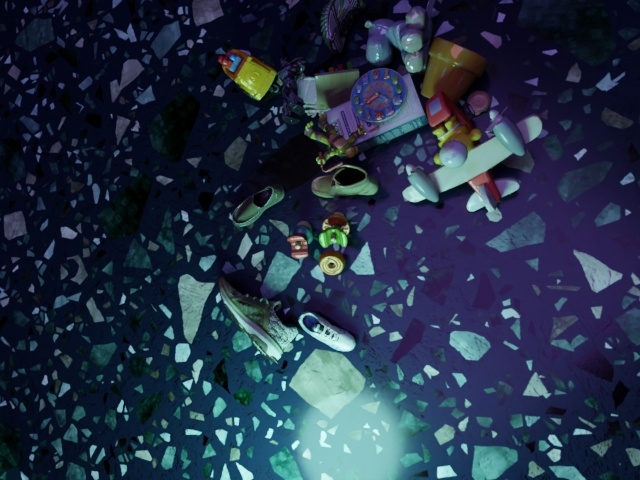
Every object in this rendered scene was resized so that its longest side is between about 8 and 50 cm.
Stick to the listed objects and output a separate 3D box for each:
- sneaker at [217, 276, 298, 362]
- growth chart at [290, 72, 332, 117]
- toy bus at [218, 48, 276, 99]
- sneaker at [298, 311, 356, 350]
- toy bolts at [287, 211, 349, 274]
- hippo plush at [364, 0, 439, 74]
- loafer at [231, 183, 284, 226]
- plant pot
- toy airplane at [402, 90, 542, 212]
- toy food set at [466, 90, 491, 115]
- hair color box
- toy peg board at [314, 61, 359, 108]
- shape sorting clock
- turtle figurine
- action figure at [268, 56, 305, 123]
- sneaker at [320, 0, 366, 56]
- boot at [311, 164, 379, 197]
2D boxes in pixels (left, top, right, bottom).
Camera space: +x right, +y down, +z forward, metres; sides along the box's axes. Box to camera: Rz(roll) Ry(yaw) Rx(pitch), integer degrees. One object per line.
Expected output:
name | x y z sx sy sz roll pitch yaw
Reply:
sneaker | -0.242 0.278 1.950 0.182 0.158 0.410 -37 69 -20
growth chart | -0.025 -0.574 1.993 0.237 0.021 0.172 20 92 20
toy bus | -0.312 -0.678 1.978 0.150 0.211 0.220 -56 42 13
sneaker | 0.020 0.339 1.851 0.237 0.086 0.085 26 92 19
toy bolts | 0.000 0.000 1.894 0.228 0.159 0.218 1 125 10
hippo plush | 0.269 -0.739 1.786 0.236 0.234 0.295 9 85 22
loafer | -0.262 -0.147 1.998 0.251 0.087 0.094 -37 74 13
plant pot | 0.447 -0.572 1.745 0.205 0.205 0.188 32 112 20
toy airplane | 0.472 -0.261 1.639 0.384 0.272 0.387 24 113 27
toy food set | 0.560 -0.489 1.776 0.082 0.020 0.083 -26 76 15
hair color box | 0.202 -0.451 1.854 0.347 0.105 0.174 -21 77 16
toy peg board | 0.060 -0.587 1.884 0.160 0.161 0.079 -7 58 0
shape sorting clock | 0.204 -0.517 1.783 0.206 0.040 0.206 -3 82 20
turtle figurine | 0.063 -0.362 1.795 0.269 0.087 0.217 -41 67 -12
action figure | -0.123 -0.607 1.967 0.185 0.099 0.285 -33 59 41
sneaker | 0.090 -0.877 1.922 0.146 0.134 0.344 10 87 20
boot | 0.066 -0.214 1.825 0.261 0.203 0.095 4 87 19
